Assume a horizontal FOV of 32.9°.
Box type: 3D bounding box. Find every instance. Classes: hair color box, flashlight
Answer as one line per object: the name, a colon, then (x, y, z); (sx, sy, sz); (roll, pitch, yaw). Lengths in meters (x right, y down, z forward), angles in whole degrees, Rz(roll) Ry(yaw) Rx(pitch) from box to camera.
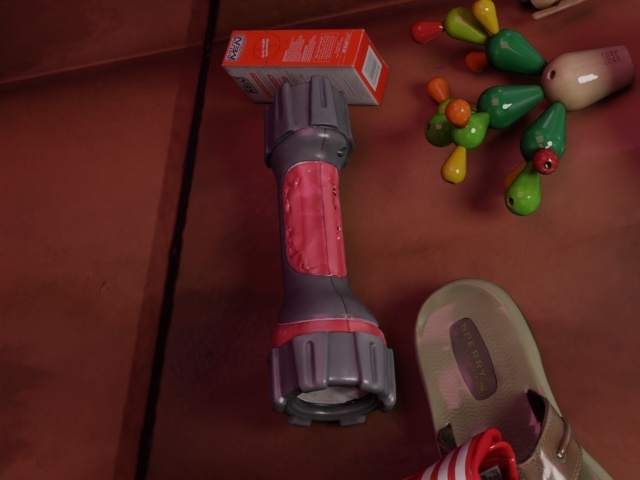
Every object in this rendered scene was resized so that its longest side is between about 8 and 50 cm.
hair color box: (-0.014, -0.164, 1.028); (0.141, 0.072, 0.043); (5, 68, 27)
flashlight: (0.000, 0.000, 0.918); (0.103, 0.103, 0.304); (-15, 60, 20)

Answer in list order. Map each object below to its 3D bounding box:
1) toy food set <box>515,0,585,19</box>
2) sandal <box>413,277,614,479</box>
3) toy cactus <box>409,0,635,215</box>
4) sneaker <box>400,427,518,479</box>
toy food set: (0.212, -0.248, 0.997); (0.078, 0.019, 0.122); (-19, 51, 15)
sandal: (0.134, 0.152, 0.785); (0.120, 0.086, 0.302); (-30, 56, 9)
toy cactus: (0.171, -0.130, 0.916); (0.181, 0.112, 0.219); (-18, 49, 5)
sneaker: (0.078, 0.192, 0.736); (0.128, 0.221, 0.087); (-24, 80, -6)
